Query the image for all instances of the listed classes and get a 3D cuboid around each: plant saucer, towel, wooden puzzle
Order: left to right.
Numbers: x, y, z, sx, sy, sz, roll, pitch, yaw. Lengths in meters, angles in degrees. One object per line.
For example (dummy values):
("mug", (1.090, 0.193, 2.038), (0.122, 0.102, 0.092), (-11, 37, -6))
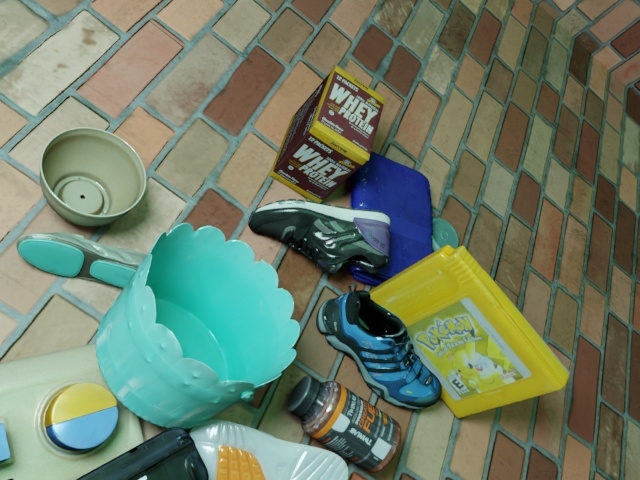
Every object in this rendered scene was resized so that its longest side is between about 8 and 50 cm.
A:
("wooden puzzle", (-0.382, 0.321, 0.822), (0.322, 0.080, 0.348), (-9, 71, -36))
("towel", (0.154, -0.036, 1.381), (0.228, 0.076, 0.308), (19, 58, -29))
("plant saucer", (0.293, -0.008, 1.489), (0.119, 0.021, 0.119), (16, 58, -27))

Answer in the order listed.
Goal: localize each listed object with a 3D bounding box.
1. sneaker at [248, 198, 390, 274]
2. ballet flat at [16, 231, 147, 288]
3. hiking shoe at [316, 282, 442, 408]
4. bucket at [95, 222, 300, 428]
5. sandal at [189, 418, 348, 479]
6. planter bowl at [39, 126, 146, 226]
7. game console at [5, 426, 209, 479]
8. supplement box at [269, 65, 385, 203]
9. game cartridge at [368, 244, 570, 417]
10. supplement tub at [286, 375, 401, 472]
("sneaker", (0.000, 0.000, 1.199), (0.283, 0.107, 0.124), (5, 69, -7))
("ballet flat", (-0.376, 0.027, 1.002), (0.213, 0.072, 0.068), (20, 29, -25))
("hiking shoe", (0.130, 0.215, 1.188), (0.304, 0.132, 0.113), (40, 50, -10))
("bucket", (-0.187, 0.135, 0.940), (0.281, 0.183, 0.281), (32, 33, -24))
("sandal", (-0.089, 0.363, 0.997), (0.265, 0.076, 0.102), (18, 69, -10))
("planter bowl", (-0.382, -0.089, 1.020), (0.162, 0.109, 0.162), (15, 59, -26))
("game console", (-0.301, 0.375, 0.784), (0.361, 0.044, 0.213), (-22, 86, -38))
("supplement box", (0.015, -0.218, 1.299), (0.129, 0.194, 0.191), (30, 53, -17))
("game cartridge", (0.263, 0.184, 1.195), (0.323, 0.285, 0.053), (49, 49, -2))
("supplement tub", (0.039, 0.318, 1.090), (0.198, 0.106, 0.106), (35, 51, -14))
